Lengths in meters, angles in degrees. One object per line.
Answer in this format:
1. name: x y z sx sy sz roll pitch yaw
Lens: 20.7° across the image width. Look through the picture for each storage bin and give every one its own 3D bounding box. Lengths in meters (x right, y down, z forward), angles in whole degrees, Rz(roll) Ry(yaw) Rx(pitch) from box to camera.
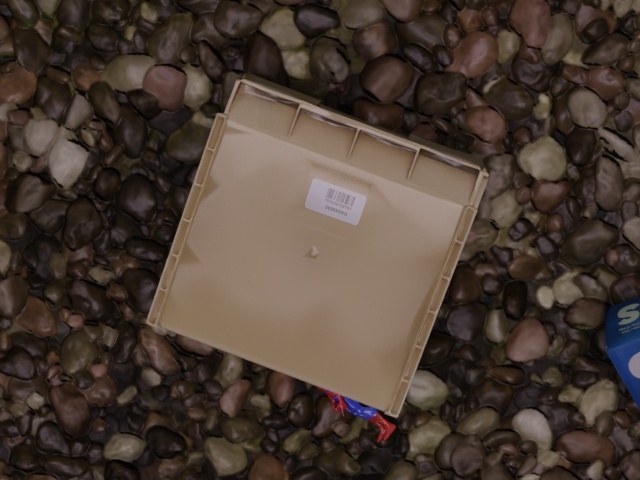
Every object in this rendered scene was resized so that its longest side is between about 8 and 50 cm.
1. storage bin: 0.000 0.000 1.691 0.262 0.123 0.260 21 104 3

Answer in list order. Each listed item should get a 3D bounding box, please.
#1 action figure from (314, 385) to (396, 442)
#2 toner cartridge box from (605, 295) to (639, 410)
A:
1. action figure: 0.023 0.160 1.766 0.115 0.038 0.030 42 77 -3
2. toner cartridge box: 0.455 0.084 1.623 0.348 0.075 0.165 -23 117 22
